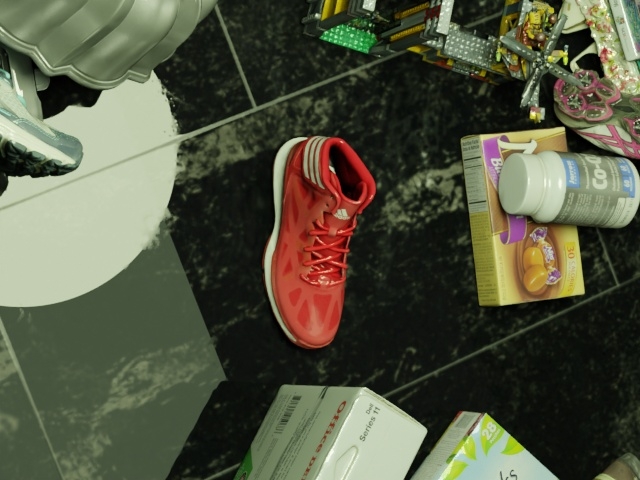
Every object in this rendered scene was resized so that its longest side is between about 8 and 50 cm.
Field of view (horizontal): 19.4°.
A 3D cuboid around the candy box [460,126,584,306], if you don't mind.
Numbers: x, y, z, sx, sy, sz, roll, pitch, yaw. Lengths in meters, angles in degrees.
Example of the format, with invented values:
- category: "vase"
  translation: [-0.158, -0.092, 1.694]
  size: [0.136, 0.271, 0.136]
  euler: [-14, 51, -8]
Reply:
- category: "candy box"
  translation: [0.220, -0.026, 2.037]
  size: [0.109, 0.053, 0.187]
  euler: [-6, 90, -23]

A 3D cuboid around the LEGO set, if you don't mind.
- category: "LEGO set"
  translation: [0.143, -0.289, 1.945]
  size: [0.331, 0.192, 0.255]
  euler: [24, 78, -19]

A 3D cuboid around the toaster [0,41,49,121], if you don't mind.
- category: "toaster"
  translation: [-0.360, -0.180, 1.778]
  size: [0.185, 0.110, 0.168]
  euler: [-8, 89, -22]

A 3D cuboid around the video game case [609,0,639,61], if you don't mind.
- category: "video game case"
  translation: [0.357, -0.272, 2.076]
  size: [0.157, 0.019, 0.143]
  euler: [-13, 87, -57]

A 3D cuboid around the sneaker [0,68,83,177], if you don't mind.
- category: "sneaker"
  translation: [-0.327, -0.155, 1.674]
  size: [0.283, 0.110, 0.122]
  euler: [30, 70, -20]

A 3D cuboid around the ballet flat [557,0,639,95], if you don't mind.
- category: "ballet flat"
  translation: [0.307, -0.223, 2.073]
  size: [0.077, 0.091, 0.241]
  euler: [-20, 90, 10]

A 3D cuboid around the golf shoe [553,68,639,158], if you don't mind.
- category: "golf shoe"
  translation: [0.340, -0.123, 2.017]
  size: [0.186, 0.086, 0.067]
  euler: [27, 75, 20]

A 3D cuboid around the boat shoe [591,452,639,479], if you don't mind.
- category: "boat shoe"
  translation: [0.391, 0.329, 2.070]
  size: [0.073, 0.080, 0.223]
  euler: [-44, 99, -13]

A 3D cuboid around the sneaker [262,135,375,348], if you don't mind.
- category: "sneaker"
  translation: [0.000, 0.000, 1.903]
  size: [0.087, 0.128, 0.221]
  euler: [-6, 89, -22]

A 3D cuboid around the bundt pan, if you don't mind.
- category: "bundt pan"
  translation: [-0.209, -0.314, 1.757]
  size: [0.331, 0.124, 0.331]
  euler: [27, 51, -40]

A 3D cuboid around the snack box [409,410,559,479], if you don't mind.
- category: "snack box"
  translation: [0.162, 0.314, 1.982]
  size: [0.174, 0.070, 0.207]
  euler: [43, 72, -15]

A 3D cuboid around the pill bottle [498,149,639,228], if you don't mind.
- category: "pill bottle"
  translation: [0.264, -0.055, 1.986]
  size: [0.137, 0.078, 0.078]
  euler: [4, 85, -24]

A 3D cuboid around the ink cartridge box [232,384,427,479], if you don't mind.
- category: "ink cartridge box"
  translation: [0.000, 0.227, 1.846]
  size: [0.087, 0.208, 0.153]
  euler: [33, 76, -17]
